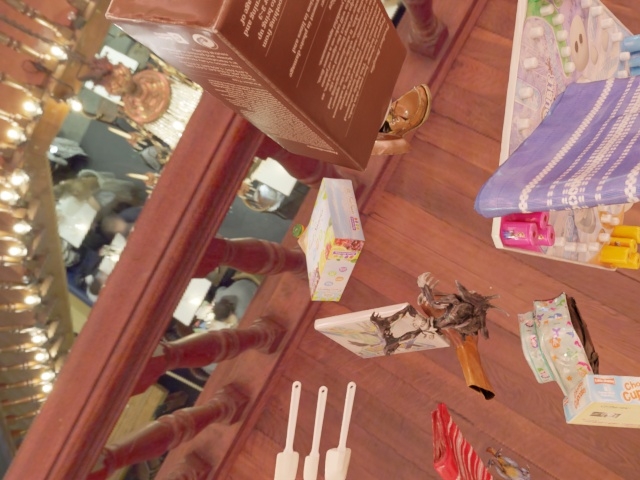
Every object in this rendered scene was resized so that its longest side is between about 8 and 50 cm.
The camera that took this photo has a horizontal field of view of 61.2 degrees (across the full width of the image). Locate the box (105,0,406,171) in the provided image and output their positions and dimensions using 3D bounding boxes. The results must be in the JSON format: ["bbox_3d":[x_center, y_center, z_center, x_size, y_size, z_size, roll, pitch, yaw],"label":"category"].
[{"bbox_3d":[-0.034,-0.234,0.623,0.143,0.381,0.191,18,86,27],"label":"box"}]

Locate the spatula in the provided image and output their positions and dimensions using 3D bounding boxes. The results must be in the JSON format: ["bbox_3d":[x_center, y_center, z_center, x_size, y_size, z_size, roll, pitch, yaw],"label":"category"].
[{"bbox_3d":[-0.004,0.403,1.125,0.168,0.019,0.241,5,100,-18],"label":"spatula"}]

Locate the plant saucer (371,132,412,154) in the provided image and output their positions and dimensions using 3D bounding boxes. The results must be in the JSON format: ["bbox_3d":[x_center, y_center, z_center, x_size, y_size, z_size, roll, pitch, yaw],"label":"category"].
[{"bbox_3d":[0.156,-0.272,1.503,0.199,0.198,0.036,8,111,18],"label":"plant saucer"}]

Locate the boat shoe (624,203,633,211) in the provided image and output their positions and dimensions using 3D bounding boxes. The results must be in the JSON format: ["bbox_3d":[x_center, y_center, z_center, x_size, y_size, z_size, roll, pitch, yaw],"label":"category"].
[{"bbox_3d":[0.822,-0.143,1.515,0.066,0.184,0.063,-46,43,20],"label":"boat shoe"}]

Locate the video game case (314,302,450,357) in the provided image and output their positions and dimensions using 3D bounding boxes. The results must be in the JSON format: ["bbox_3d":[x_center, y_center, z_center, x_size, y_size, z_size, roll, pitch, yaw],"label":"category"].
[{"bbox_3d":[0.198,0.294,1.715,0.329,0.300,0.036,-16,53,32],"label":"video game case"}]

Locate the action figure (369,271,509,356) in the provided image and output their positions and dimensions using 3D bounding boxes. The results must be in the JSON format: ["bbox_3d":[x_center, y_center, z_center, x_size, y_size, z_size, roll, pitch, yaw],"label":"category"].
[{"bbox_3d":[0.248,0.148,1.140,0.276,0.141,0.164,-22,119,24],"label":"action figure"}]

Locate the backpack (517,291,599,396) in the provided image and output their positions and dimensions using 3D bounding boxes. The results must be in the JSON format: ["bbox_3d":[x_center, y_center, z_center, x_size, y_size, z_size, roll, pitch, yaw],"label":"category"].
[{"bbox_3d":[0.663,0.296,1.496,0.191,0.253,0.225,-24,114,17],"label":"backpack"}]

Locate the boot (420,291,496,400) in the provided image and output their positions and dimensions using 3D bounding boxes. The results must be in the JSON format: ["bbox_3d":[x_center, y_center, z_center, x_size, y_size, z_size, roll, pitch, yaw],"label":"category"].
[{"bbox_3d":[0.400,0.313,1.600,0.096,0.264,0.280,-28,40,24],"label":"boot"}]

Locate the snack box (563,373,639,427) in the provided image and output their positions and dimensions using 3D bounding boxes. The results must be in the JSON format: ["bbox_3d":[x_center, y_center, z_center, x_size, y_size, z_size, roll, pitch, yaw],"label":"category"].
[{"bbox_3d":[0.686,0.333,1.097,0.322,0.187,0.060,1,59,9],"label":"snack box"}]

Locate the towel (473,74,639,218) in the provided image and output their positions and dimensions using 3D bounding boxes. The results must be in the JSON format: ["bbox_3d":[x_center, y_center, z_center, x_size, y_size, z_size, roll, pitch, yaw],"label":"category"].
[{"bbox_3d":[0.297,-0.102,0.379,0.336,0.243,0.040,-8,115,49],"label":"towel"}]

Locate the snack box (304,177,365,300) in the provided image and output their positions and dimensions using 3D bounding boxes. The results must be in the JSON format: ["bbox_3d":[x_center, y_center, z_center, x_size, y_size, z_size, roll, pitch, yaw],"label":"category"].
[{"bbox_3d":[0.023,0.001,1.152,0.070,0.207,0.174,4,49,-15],"label":"snack box"}]

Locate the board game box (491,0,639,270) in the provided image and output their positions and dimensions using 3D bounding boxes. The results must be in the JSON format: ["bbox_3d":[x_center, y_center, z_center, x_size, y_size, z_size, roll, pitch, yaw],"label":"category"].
[{"bbox_3d":[0.388,-0.162,0.774,0.050,0.390,0.389,6,88,48],"label":"board game box"}]

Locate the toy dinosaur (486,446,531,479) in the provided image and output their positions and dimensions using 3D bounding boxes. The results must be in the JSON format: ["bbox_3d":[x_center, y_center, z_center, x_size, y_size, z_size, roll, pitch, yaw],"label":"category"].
[{"bbox_3d":[0.281,0.325,0.758,0.082,0.090,0.047,29,106,6],"label":"toy dinosaur"}]

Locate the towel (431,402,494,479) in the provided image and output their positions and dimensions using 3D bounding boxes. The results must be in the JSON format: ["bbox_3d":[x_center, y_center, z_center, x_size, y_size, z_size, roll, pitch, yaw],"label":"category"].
[{"bbox_3d":[0.255,0.396,0.821,0.031,0.199,0.274,-36,89,13],"label":"towel"}]

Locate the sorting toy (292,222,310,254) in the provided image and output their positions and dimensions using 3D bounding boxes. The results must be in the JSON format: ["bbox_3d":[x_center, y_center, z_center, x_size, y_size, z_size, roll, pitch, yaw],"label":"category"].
[{"bbox_3d":[0.000,0.000,1.815,0.132,0.046,0.274,-56,39,18],"label":"sorting toy"}]

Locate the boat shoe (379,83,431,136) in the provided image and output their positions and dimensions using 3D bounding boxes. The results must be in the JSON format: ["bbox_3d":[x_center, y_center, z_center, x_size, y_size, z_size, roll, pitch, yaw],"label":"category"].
[{"bbox_3d":[0.265,-0.407,1.796,0.105,0.307,0.110,-13,76,-18],"label":"boat shoe"}]
